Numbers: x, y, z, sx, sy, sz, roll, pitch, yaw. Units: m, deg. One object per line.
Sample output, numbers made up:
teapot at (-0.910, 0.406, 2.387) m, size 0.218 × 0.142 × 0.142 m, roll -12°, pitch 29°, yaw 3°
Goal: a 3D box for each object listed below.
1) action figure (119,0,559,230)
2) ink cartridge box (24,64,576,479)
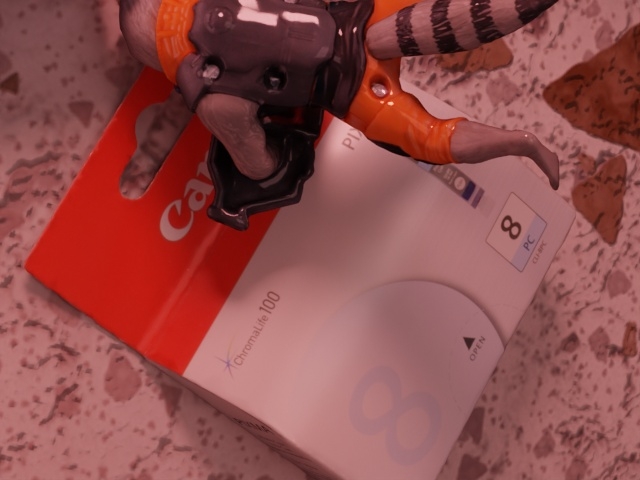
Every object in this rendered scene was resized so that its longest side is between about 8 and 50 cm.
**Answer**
action figure at (0.010, -0.184, 1.346) m, size 0.330 × 0.178 × 0.341 m, roll 1°, pitch 80°, yaw 7°
ink cartridge box at (0.000, 0.000, 1.464) m, size 0.385 × 0.091 × 0.308 m, roll 39°, pitch 73°, yaw -32°
